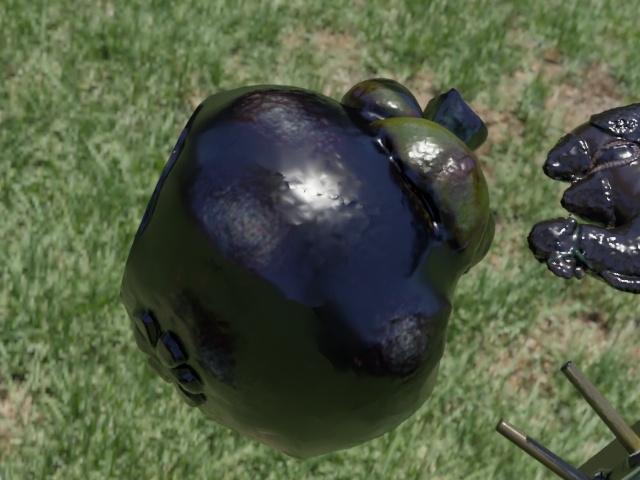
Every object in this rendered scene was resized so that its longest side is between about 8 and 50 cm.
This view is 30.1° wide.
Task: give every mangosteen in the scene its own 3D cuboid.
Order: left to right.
[{"bbox_3d":[-0.005,0.000,0.834,0.233,0.288,0.287,23,39,5],"label":"mangosteen"}]

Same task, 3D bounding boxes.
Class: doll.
[{"bbox_3d":[0.194,-0.027,0.743,0.165,0.057,0.139,-17,58,-20],"label":"doll"}]

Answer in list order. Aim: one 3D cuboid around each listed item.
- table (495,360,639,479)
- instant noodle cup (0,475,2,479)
[{"bbox_3d":[0.142,0.175,0.670,0.111,0.121,0.240,38,37,-2],"label":"table"},{"bbox_3d":[-0.269,0.231,0.730,0.207,0.233,0.207,1,57,-2],"label":"instant noodle cup"}]
